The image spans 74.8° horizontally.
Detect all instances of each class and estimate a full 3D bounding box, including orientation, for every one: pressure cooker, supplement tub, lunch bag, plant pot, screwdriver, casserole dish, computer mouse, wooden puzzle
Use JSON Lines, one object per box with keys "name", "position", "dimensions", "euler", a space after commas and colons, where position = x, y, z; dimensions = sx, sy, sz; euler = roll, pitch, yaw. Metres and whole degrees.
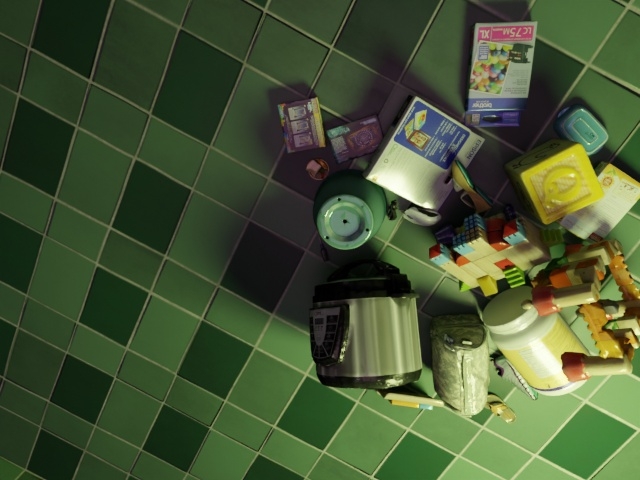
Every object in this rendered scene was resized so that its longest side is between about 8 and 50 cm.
{"name": "pressure cooker", "position": [0.151, 0.277, 1.455], "dimensions": [0.369, 0.375, 0.421], "euler": [-4, 80, 8]}
{"name": "supplement tub", "position": [0.757, 0.349, 1.478], "dimensions": [0.241, 0.241, 0.331], "euler": [-39, 98, 17]}
{"name": "lunch bag", "position": [0.517, 0.445, 1.533], "dimensions": [0.212, 0.256, 0.305], "euler": [-4, 106, 9]}
{"name": "plant pot", "position": [0.095, -0.092, 1.429], "dimensions": [0.271, 0.255, 0.272], "euler": [2, 107, 7]}
{"name": "screwdriver", "position": [0.000, 0.000, 1.599], "dimensions": [0.024, 0.025, 0.170], "euler": [-14, 96, 13]}
{"name": "casserole dish", "position": [0.850, -0.355, 1.358], "dimensions": [0.188, 0.037, 0.114], "euler": [43, 108, -7]}
{"name": "computer mouse", "position": [0.333, -0.086, 1.487], "dimensions": [0.193, 0.042, 0.106], "euler": [12, 150, 2]}
{"name": "wooden puzzle", "position": [0.341, 0.620, 1.633], "dimensions": [0.220, 0.239, 0.044], "euler": [8, 74, 2]}

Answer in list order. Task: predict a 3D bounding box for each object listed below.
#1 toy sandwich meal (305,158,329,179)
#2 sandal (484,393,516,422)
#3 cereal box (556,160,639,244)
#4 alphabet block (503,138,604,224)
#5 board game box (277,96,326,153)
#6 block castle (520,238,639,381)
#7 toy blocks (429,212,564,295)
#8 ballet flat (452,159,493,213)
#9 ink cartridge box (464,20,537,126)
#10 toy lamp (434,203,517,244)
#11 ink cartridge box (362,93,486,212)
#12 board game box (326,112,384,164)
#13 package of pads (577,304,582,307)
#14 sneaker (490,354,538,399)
{"name": "toy sandwich meal", "position": [-0.010, -0.257, 1.510], "dimensions": [0.085, 0.029, 0.086], "euler": [2, 107, 7]}
{"name": "sandal", "position": [0.720, 0.682, 1.686], "dimensions": [0.180, 0.049, 0.072], "euler": [39, 108, -5]}
{"name": "cereal box", "position": [0.933, -0.119, 1.402], "dimensions": [0.173, 0.047, 0.240], "euler": [29, 109, -11]}
{"name": "alphabet block", "position": [0.735, -0.193, 1.338], "dimensions": [0.192, 0.197, 0.193], "euler": [-30, 100, 15]}
{"name": "board game box", "position": [-0.063, -0.402, 1.465], "dimensions": [0.141, 0.048, 0.170], "euler": [-8, 105, 8]}
{"name": "block castle", "position": [0.822, 0.196, 1.305], "dimensions": [0.212, 0.453, 0.303], "euler": [-24, 92, 47]}
{"name": "toy blocks", "position": [0.542, 0.021, 1.373], "dimensions": [0.261, 0.191, 0.381], "euler": [31, 140, -27]}
{"name": "ballet flat", "position": [0.498, -0.173, 1.423], "dimensions": [0.073, 0.080, 0.232], "euler": [-34, 115, 31]}
{"name": "ink cartridge box", "position": [0.567, -0.522, 1.335], "dimensions": [0.185, 0.065, 0.311], "euler": [2, 109, 8]}
{"name": "toy lamp", "position": [0.540, -0.048, 1.474], "dimensions": [0.274, 0.080, 0.080], "euler": [-18, 104, 13]}
{"name": "ink cartridge box", "position": [0.348, -0.282, 1.419], "dimensions": [0.307, 0.072, 0.304], "euler": [23, 110, -22]}
{"name": "board game box", "position": [0.126, -0.354, 1.464], "dimensions": [0.186, 0.026, 0.126], "euler": [-15, 104, 12]}
{"name": "package of pads", "position": [0.964, 0.227, 1.521], "dimensions": [0.083, 0.032, 0.050], "euler": [30, 106, -2]}
{"name": "sneaker", "position": [0.758, 0.531, 1.634], "dimensions": [0.098, 0.083, 0.224], "euler": [-29, 100, 39]}
